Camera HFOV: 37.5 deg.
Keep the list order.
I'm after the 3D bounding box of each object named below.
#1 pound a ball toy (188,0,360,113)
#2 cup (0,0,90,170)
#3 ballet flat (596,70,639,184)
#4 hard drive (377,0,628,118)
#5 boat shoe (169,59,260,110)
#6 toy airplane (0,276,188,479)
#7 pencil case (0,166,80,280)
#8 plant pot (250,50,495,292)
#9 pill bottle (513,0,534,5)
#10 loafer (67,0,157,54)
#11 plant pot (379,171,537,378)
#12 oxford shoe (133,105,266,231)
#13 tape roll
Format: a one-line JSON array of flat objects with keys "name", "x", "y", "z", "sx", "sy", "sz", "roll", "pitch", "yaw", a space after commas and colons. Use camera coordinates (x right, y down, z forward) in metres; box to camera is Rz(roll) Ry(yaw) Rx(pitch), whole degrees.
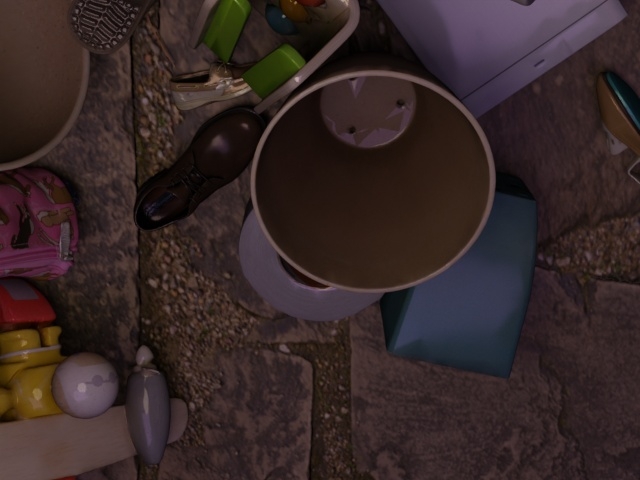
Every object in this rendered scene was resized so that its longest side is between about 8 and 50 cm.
[{"name": "pound a ball toy", "x": -0.073, "y": -0.266, "z": 1.007, "sx": 0.208, "sy": 0.319, "sz": 0.136, "roll": 45, "pitch": 83, "yaw": -9}, {"name": "cup", "x": -0.470, "y": -0.219, "z": 1.077, "sx": 0.237, "sy": 0.331, "sz": 0.331, "roll": -11, "pitch": 120, "yaw": 37}, {"name": "ballet flat", "x": 0.412, "y": -0.117, "z": 1.208, "sx": 0.232, "sy": 0.080, "sz": 0.073, "roll": 41, "pitch": 127, "yaw": -16}, {"name": "hard drive", "x": 0.171, "y": -0.341, "z": 1.113, "sx": 0.233, "sy": 0.047, "sz": 0.353, "roll": -34, "pitch": 111, "yaw": 17}, {"name": "boat shoe", "x": -0.128, "y": -0.204, "z": 1.192, "sx": 0.135, "sy": 0.050, "sz": 0.045, "roll": -17, "pitch": 121, "yaw": 11}, {"name": "toy airplane", "x": -0.362, "y": 0.254, "z": 1.253, "sx": 0.272, "sy": 0.386, "sz": 0.384, "roll": -35, "pitch": 113, "yaw": 31}, {"name": "pencil case", "x": -0.453, "y": -0.007, "z": 1.120, "sx": 0.167, "sy": 0.386, "sz": 0.160, "roll": -16, "pitch": 88, "yaw": 24}, {"name": "plant pot", "x": 0.057, "y": -0.118, "z": 1.105, "sx": 0.256, "sy": 0.274, "sz": 0.256, "roll": 0, "pitch": 118, "yaw": 1}, {"name": "pill bottle", "x": 0.055, "y": -0.389, "z": 0.921, "sx": 0.407, "sy": 0.229, "sz": 0.229, "roll": 27, "pitch": 117, "yaw": 12}, {"name": "loafer", "x": -0.203, "y": -0.341, "z": 1.104, "sx": 0.102, "sy": 0.092, "sz": 0.268, "roll": 38, "pitch": 97, "yaw": -18}, {"name": "plant pot", "x": 0.191, "y": 0.028, "z": 1.245, "sx": 0.165, "sy": 0.166, "sz": 0.234, "roll": 12, "pitch": 111, "yaw": -5}, {"name": "oxford shoe", "x": -0.157, "y": -0.084, "z": 1.232, "sx": 0.083, "sy": 0.096, "sz": 0.227, "roll": 42, "pitch": 110, "yaw": -16}, {"name": "tape roll", "x": 0.000, "y": 0.000, "z": 1.284, "sx": 0.219, "sy": 0.072, "sz": 0.219, "roll": 1, "pitch": 117, "yaw": 2}]
